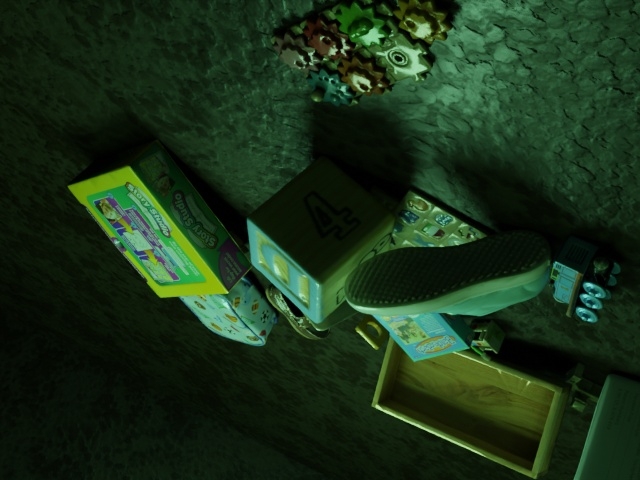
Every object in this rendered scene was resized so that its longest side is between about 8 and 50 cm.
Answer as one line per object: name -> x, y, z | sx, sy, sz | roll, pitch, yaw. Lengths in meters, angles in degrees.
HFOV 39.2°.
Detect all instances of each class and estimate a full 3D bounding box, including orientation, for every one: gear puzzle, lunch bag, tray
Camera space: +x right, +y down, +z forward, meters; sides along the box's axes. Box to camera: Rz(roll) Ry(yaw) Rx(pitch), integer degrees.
gear puzzle -> 0.068, -0.277, 1.331 | 0.175, 0.044, 0.339 | 42, 151, -26
lunch bag -> -0.263, 0.154, 2.370 | 0.243, 0.115, 0.303 | 14, 152, 32
tray -> 0.324, 0.342, 1.979 | 0.411, 0.202, 0.076 | 19, -171, 32

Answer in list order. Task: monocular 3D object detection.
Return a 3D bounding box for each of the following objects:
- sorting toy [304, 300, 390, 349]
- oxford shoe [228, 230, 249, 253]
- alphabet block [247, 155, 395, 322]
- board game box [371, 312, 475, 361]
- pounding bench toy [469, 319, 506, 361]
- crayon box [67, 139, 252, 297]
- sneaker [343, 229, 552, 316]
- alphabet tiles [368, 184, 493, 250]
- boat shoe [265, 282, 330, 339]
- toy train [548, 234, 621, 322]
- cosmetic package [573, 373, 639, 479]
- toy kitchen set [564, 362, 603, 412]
sorting toy -> -0.003, 0.093, 1.823 | 0.347, 0.196, 0.047 | 51, 126, 12
oxford shoe -> -0.244, 0.017, 2.170 | 0.212, 0.076, 0.076 | -21, 100, 55
alphabet block -> 0.000, 0.000, 1.673 | 0.193, 0.197, 0.192 | 43, 158, 18
board game box -> 0.201, 0.160, 1.904 | 0.160, 0.047, 0.210 | -22, 118, 43
pounding bench toy -> 0.342, 0.217, 1.914 | 0.065, 0.083, 0.052 | -7, 137, 49
crayon box -> -0.371, -0.037, 2.064 | 0.313, 0.106, 0.363 | -8, 124, 50
sneaker -> 0.230, 0.092, 1.599 | 0.366, 0.135, 0.150 | -9, 138, 9
alphabet tiles -> 0.224, 0.014, 1.747 | 0.343, 0.011, 0.285 | 29, 155, -2
boat shoe -> -0.047, 0.179, 2.242 | 0.207, 0.073, 0.073 | 41, 154, -24
toy train -> 0.451, 0.070, 1.555 | 0.105, 0.080, 0.184 | 28, 158, 21
cosmetic package -> 0.725, 0.528, 1.824 | 0.394, 0.327, 0.329 | 15, 151, 23
toy kitchen set -> 0.558, 0.315, 1.897 | 0.083, 0.068, 0.075 | 25, 154, 6
